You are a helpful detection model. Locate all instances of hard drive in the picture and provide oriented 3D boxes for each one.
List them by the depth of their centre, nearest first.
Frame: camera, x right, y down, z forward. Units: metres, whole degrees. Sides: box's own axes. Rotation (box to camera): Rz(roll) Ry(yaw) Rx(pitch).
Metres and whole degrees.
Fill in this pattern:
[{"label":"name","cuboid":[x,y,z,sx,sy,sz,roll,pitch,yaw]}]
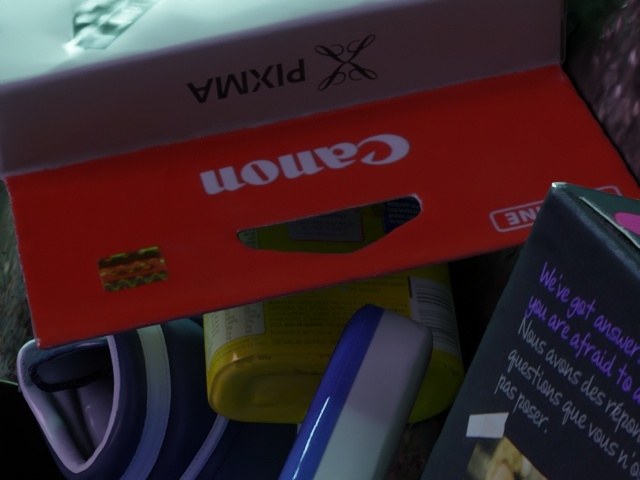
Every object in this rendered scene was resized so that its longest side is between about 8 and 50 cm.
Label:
[{"label":"hard drive","cuboid":[-0.039,0.197,0.732,0.319,0.040,0.210,-64,-4,-51]}]

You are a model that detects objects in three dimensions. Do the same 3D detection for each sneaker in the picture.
[{"label":"sneaker","cuboid":[-0.069,0.016,0.962,0.099,0.153,0.282,-37,44,45]}]

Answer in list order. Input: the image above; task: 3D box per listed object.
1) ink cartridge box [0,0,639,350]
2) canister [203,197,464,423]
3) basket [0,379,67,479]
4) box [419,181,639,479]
[{"label":"ink cartridge box","cuboid":[-0.018,-0.076,0.835,0.239,0.275,0.060,-113,14,-49]},{"label":"canister","cuboid":[0.000,0.000,0.889,0.073,0.126,0.170,109,160,-54]},{"label":"basket","cuboid":[-0.212,0.232,1.089,0.227,0.154,0.204,-61,33,24]},{"label":"box","cuboid":[0.111,0.141,0.556,0.270,0.165,0.143,-67,29,21]}]
